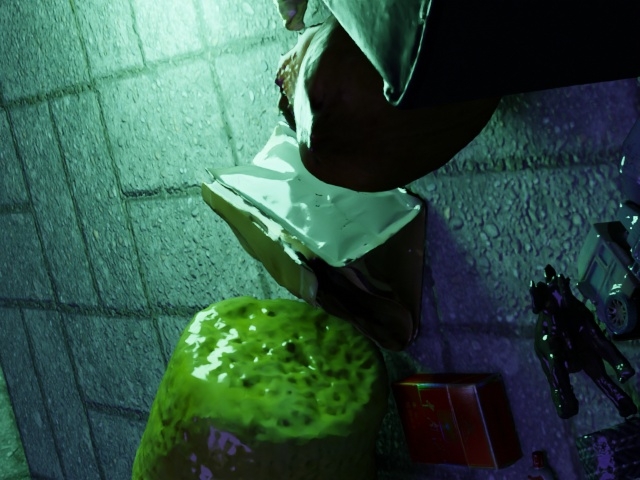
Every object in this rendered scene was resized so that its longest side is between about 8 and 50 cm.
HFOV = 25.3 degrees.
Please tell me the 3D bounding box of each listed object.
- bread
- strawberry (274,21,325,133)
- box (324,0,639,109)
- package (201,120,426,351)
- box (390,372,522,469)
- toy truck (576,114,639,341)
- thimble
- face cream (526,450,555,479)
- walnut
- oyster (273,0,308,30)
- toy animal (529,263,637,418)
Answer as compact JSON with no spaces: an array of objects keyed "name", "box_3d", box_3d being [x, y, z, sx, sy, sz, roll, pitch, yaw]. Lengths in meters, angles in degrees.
[{"name":"bread","box_3d":[-0.065,0.267,1.881,0.348,0.348,0.308,47,137,33]},{"name":"strawberry","box_3d":[0.013,-0.205,1.769,0.146,0.082,0.187,51,136,20]},{"name":"box","box_3d":[0.197,-0.283,1.202,0.204,0.345,0.251,-121,32,-42]},{"name":"package","box_3d":[-0.027,0.005,1.850,0.311,0.165,0.221,35,133,44]},{"name":"box","box_3d":[0.166,0.224,1.776,0.175,0.048,0.112,-10,97,57]},{"name":"toy truck","box_3d":[0.329,-0.034,1.364,0.140,0.108,0.257,-120,34,-41]},{"name":"thimble","box_3d":[0.325,0.219,1.487,0.095,0.104,0.066,-32,72,45]},{"name":"face cream","box_3d":[0.262,0.290,1.692,0.040,0.021,0.083,8,111,52]},{"name":"walnut","box_3d":[0.068,-0.156,1.490,0.209,0.336,0.209,15,121,26]},{"name":"oyster","box_3d":[-0.116,-0.406,1.837,0.271,0.100,0.275,11,113,50]},{"name":"toy animal","box_3d":[0.267,0.108,1.496,0.233,0.084,0.148,58,-166,-66]}]
